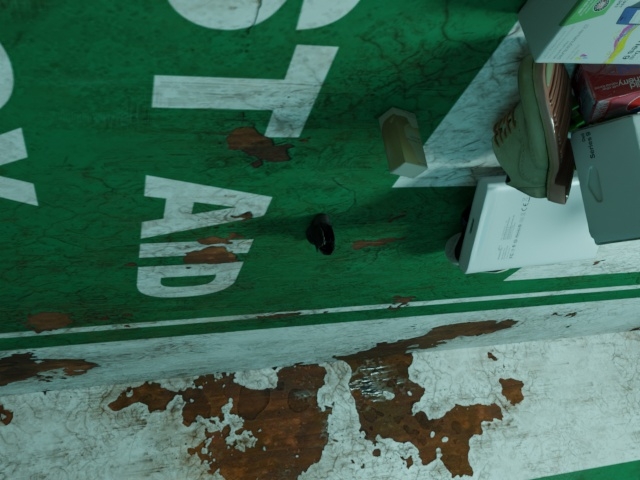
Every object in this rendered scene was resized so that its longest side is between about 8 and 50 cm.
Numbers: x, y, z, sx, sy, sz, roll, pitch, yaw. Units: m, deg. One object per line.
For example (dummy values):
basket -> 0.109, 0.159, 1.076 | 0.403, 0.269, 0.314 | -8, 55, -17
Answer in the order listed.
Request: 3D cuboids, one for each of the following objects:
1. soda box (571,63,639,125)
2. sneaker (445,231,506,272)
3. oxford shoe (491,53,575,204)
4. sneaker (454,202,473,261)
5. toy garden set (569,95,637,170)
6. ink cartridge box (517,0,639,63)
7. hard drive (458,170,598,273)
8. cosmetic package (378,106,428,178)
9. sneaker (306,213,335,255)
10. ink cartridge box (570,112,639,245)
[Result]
soda box -> 0.569, -0.281, 1.119 | 0.263, 0.092, 0.083 | -13, 161, 6
sneaker -> 0.497, 0.006, 1.744 | 0.321, 0.126, 0.127 | -13, 156, 36
oxford shoe -> 0.375, -0.189, 1.209 | 0.146, 0.140, 0.397 | 10, 154, 26
sneaker -> 0.379, -0.041, 1.625 | 0.124, 0.107, 0.283 | 4, 144, -22
toy garden set -> 0.523, -0.205, 1.339 | 0.244, 0.049, 0.204 | 12, 149, -43
ink cartridge box -> 0.415, -0.331, 0.936 | 0.212, 0.093, 0.154 | -5, 157, -18
hard drive -> 0.499, -0.046, 1.518 | 0.353, 0.047, 0.233 | -5, 124, -17
cosmetic package -> 0.145, -0.171, 1.171 | 0.060, 0.115, 0.041 | 7, 152, -36
sneaker -> 0.003, 0.000, 1.556 | 0.051, 0.089, 0.170 | -5, 157, -12
ink cartridge box -> 0.598, -0.122, 1.201 | 0.289, 0.211, 0.121 | -14, -178, -37
